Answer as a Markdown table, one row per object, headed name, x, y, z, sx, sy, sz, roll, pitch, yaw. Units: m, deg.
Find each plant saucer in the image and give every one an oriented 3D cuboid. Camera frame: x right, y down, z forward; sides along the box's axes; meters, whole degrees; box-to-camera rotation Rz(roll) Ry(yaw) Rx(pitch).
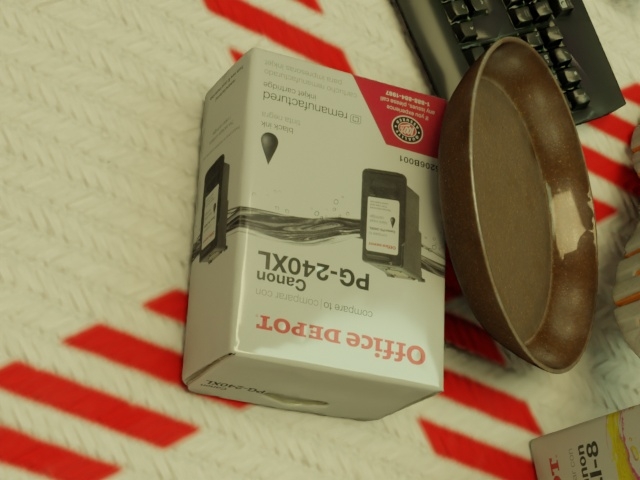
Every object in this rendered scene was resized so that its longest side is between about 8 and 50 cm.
| name | x | y | z | sx | sy | sz | roll | pitch | yaw |
| --- | --- | --- | --- | --- | --- | --- | --- | --- | --- |
| plant saucer | 0.098 | -0.016 | 0.665 | 0.168 | 0.029 | 0.168 | 23 | 63 | -56 |

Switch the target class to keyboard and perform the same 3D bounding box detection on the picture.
| name | x | y | z | sx | sy | sz | roll | pitch | yaw |
| --- | --- | --- | --- | --- | --- | --- | --- | --- | --- |
| keyboard | 0.103 | -0.215 | 0.775 | 0.201 | 0.033 | 0.317 | -18 | 82 | -32 |

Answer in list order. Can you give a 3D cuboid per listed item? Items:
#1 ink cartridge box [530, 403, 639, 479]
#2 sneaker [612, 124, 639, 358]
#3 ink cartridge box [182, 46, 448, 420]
| name | x | y | z | sx | sy | sz | roll | pitch | yaw |
| --- | --- | --- | --- | --- | --- | --- | --- | --- | --- |
| ink cartridge box | 0.206 | 0.134 | 0.622 | 0.127 | 0.176 | 0.128 | -1 | 73 | -26 |
| sneaker | 0.216 | 0.000 | 0.714 | 0.083 | 0.084 | 0.215 | 41 | 44 | -22 |
| ink cartridge box | 0.000 | 0.000 | 0.624 | 0.109 | 0.063 | 0.150 | 12 | 67 | -24 |
